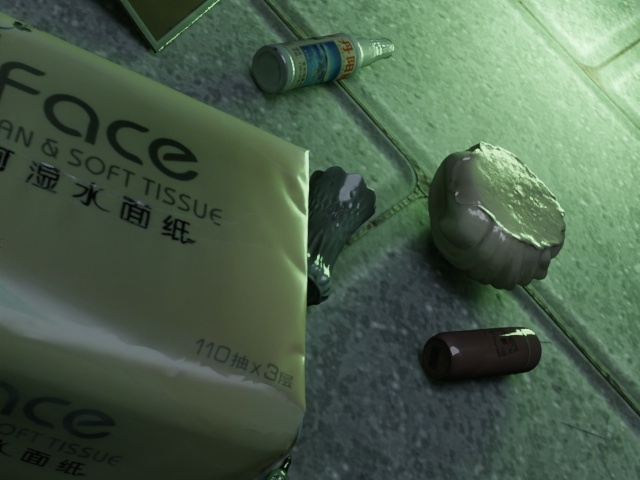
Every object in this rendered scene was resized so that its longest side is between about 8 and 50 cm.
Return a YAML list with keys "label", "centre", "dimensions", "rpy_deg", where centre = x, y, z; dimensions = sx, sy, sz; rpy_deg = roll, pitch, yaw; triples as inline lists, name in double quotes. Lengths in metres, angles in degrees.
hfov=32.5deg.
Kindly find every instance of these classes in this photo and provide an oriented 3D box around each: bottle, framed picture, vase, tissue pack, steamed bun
- label: "bottle"
  centre: [0.176, 0.121, 1.179]
  dimensions: [0.140, 0.053, 0.053]
  rpy_deg: [0, 57, -38]
- label: "framed picture"
  centre: [-0.187, -0.310, 1.261]
  dimensions: [0.142, 0.011, 0.183]
  rpy_deg: [55, 39, -17]
- label: "vase"
  centre: [0.000, 0.000, 1.135]
  dimensions: [0.081, 0.081, 0.149]
  rpy_deg: [34, 47, -9]
- label: "tissue pack"
  centre: [-0.220, 0.010, 0.863]
  dimensions: [0.405, 0.205, 0.332]
  rpy_deg: [23, 42, -22]
- label: "steamed bun"
  centre: [0.197, -0.019, 1.274]
  dimensions: [0.182, 0.106, 0.183]
  rpy_deg: [23, 44, -25]
- label: "bottle"
  centre: [0.011, -0.223, 1.335]
  dimensions: [0.217, 0.060, 0.060]
  rpy_deg: [-22, 71, -45]

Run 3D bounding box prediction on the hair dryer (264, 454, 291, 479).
- label: "hair dryer"
  centre: [-0.049, 0.223, 0.932]
  dimensions: [0.047, 0.071, 0.150]
  rpy_deg: [43, 25, -6]
